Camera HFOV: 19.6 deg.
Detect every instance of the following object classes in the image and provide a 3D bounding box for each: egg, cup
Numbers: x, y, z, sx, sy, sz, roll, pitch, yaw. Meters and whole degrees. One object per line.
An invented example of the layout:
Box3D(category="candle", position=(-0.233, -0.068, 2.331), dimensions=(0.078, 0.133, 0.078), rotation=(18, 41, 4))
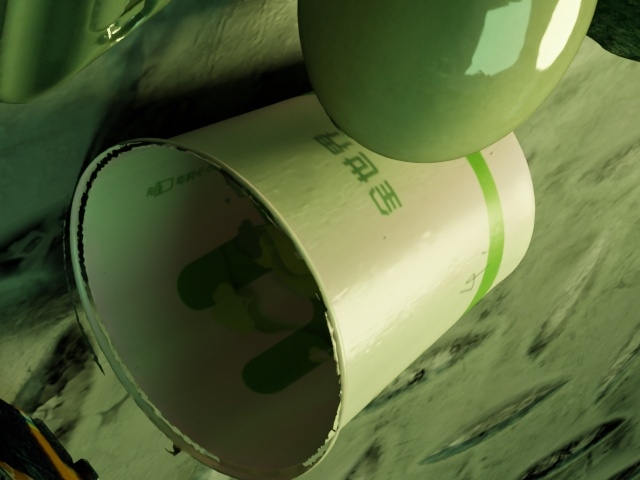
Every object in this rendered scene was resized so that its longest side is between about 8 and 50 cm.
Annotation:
Box3D(category="egg", position=(0.083, -0.168, 1.175), dimensions=(0.186, 0.186, 0.253), rotation=(-3, 123, -54))
Box3D(category="cup", position=(0.000, 0.000, 1.310), dimensions=(0.274, 0.253, 0.253), rotation=(-32, 156, -40))

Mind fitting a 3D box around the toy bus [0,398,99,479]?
Box3D(category="toy bus", position=(-0.265, 0.188, 1.272), dimensions=(0.162, 0.194, 0.323), rotation=(-41, 153, -1))

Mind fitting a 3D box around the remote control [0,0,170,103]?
Box3D(category="remote control", position=(-0.072, -0.179, 0.699), dimensions=(0.128, 0.065, 0.335), rotation=(-41, 165, -33))

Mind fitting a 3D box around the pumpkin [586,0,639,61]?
Box3D(category="pumpkin", position=(0.316, -0.236, 1.405), dimensions=(0.293, 0.197, 0.263), rotation=(-26, 155, -25))
